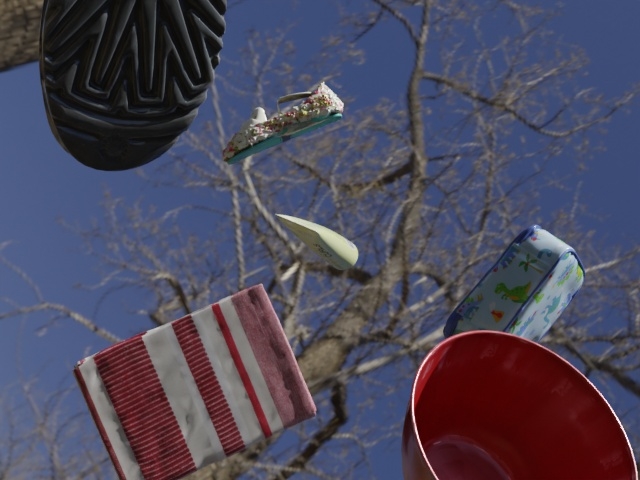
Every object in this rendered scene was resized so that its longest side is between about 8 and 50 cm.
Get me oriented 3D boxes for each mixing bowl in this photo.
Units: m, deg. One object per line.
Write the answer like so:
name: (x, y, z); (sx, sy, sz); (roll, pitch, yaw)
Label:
mixing bowl: (0.130, 0.168, 0.704); (0.181, 0.181, 0.098); (48, -43, 18)

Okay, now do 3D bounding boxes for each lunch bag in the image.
lunch bag: (0.280, 0.097, 1.351); (0.090, 0.176, 0.219); (38, -91, 32)

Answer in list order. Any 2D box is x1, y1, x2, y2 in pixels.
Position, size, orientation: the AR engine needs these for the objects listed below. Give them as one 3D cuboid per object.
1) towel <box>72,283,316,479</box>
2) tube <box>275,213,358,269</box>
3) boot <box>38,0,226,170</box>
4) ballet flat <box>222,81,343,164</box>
towel: (-0.196, 0.237, 1.502); (0.037, 0.329, 0.237); (173, -106, -78)
tube: (0.000, 0.000, 1.779); (0.070, 0.240, 0.062); (-20, -112, 16)
boot: (-0.228, -0.293, 0.915); (0.445, 0.146, 0.367); (34, -63, 57)
ballet flat: (-0.075, -0.212, 1.694); (0.091, 0.241, 0.077); (134, -68, -79)
